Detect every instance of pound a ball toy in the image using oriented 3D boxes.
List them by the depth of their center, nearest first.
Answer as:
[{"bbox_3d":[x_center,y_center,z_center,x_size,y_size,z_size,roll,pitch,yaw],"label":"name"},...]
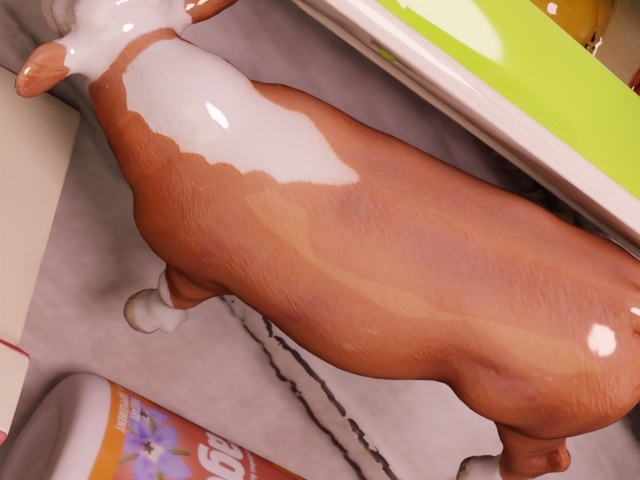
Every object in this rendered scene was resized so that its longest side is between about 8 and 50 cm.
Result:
[{"bbox_3d":[0.144,-0.110,0.572,0.319,0.136,0.208,33,95,-22],"label":"pound a ball toy"}]

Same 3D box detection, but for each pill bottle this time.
[{"bbox_3d":[-0.064,0.167,0.763,0.216,0.121,0.121,30,121,-21],"label":"pill bottle"}]

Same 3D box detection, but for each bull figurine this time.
[{"bbox_3d":[0.000,0.000,0.610,0.310,0.101,0.188,30,154,7],"label":"bull figurine"}]

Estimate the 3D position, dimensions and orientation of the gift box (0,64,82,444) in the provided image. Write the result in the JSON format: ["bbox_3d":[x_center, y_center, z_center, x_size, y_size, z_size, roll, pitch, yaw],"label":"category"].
[{"bbox_3d":[-0.257,0.017,0.568,0.255,0.258,0.276,25,124,-17],"label":"gift box"}]
